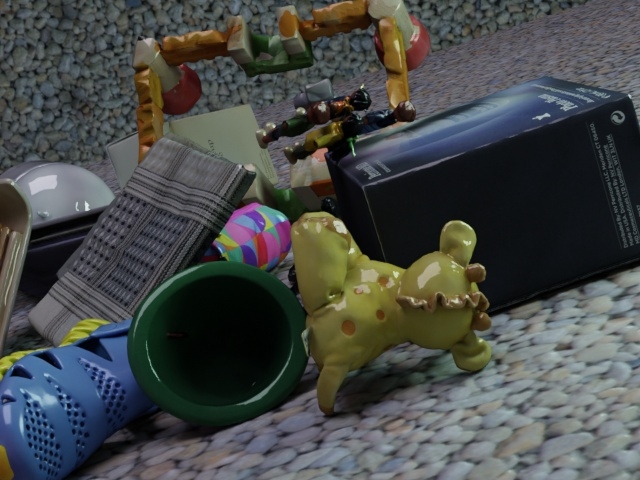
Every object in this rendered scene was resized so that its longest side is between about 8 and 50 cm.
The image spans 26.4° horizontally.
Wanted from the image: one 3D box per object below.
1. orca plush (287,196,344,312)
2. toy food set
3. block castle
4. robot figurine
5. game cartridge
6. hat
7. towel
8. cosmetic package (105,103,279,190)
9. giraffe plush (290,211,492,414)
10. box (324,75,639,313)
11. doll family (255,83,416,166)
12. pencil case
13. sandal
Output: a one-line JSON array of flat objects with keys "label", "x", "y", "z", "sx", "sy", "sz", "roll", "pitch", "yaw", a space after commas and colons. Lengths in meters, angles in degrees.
[{"label": "orca plush", "x": 0.000, "y": 0.000, "z": 1.713, "sx": 0.151, "sy": 0.102, "sz": 0.287, "roll": -8, "pitch": 16, "yaw": 38}, {"label": "toy food set", "x": -0.513, "y": 0.070, "z": 1.815, "sx": 0.219, "sy": 0.306, "sz": 0.092, "roll": -10, "pitch": -31, "yaw": 33}, {"label": "block castle", "x": -0.051, "y": -0.178, "z": 2.052, "sx": 0.453, "sy": 0.303, "sz": 0.213, "roll": -10, "pitch": -19, "yaw": 12}, {"label": "robot figurine", "x": -0.440, "y": -0.029, "z": 2.224, "sx": 0.300, "sy": 0.200, "sz": 0.353, "roll": 15, "pitch": -1, "yaw": -24}, {"label": "game cartridge", "x": -0.293, "y": 0.012, "z": 1.950, "sx": 0.355, "sy": 0.068, "sz": 0.230, "roll": -14, "pitch": -22, "yaw": 17}, {"label": "hat", "x": -0.099, "y": 0.132, "z": 1.415, "sx": 0.208, "sy": 0.173, "sz": 0.183, "roll": -30, "pitch": -20, "yaw": -22}, {"label": "towel", "x": -0.231, "y": 0.008, "z": 1.673, "sx": 0.312, "sy": 0.056, "sz": 0.324, "roll": -56, "pitch": 26, "yaw": -4}, {"label": "cosmetic package", "x": -0.211, "y": -0.127, "z": 2.324, "sx": 0.113, "sy": 0.160, "sz": 0.309, "roll": -20, "pitch": 3, "yaw": 29}, {"label": "giraffe plush", "x": 0.069, "y": 0.055, "z": 1.273, "sx": 0.170, "sy": 0.181, "sz": 0.210, "roll": -9, "pitch": 21, "yaw": 3}, {"label": "box", "x": 0.180, "y": -0.049, "z": 1.501, "sx": 0.294, "sy": 0.183, "sz": 0.296, "roll": -20, "pitch": 12, "yaw": -4}, {"label": "doll family", "x": 0.025, "y": -0.131, "z": 1.510, "sx": 0.111, "sy": 0.076, "sz": 0.193, "roll": -21, "pitch": 9, "yaw": 40}, {"label": "pencil case", "x": -0.120, "y": 0.013, "z": 1.785, "sx": 0.104, "sy": 0.104, "sz": 0.236, "roll": -13, "pitch": 6, "yaw": 22}, {"label": "sandal", "x": -0.225, "y": 0.148, "z": 1.353, "sx": 0.138, "sy": 0.126, "sz": 0.317, "roll": -9, "pitch": 16, "yaw": 20}]
